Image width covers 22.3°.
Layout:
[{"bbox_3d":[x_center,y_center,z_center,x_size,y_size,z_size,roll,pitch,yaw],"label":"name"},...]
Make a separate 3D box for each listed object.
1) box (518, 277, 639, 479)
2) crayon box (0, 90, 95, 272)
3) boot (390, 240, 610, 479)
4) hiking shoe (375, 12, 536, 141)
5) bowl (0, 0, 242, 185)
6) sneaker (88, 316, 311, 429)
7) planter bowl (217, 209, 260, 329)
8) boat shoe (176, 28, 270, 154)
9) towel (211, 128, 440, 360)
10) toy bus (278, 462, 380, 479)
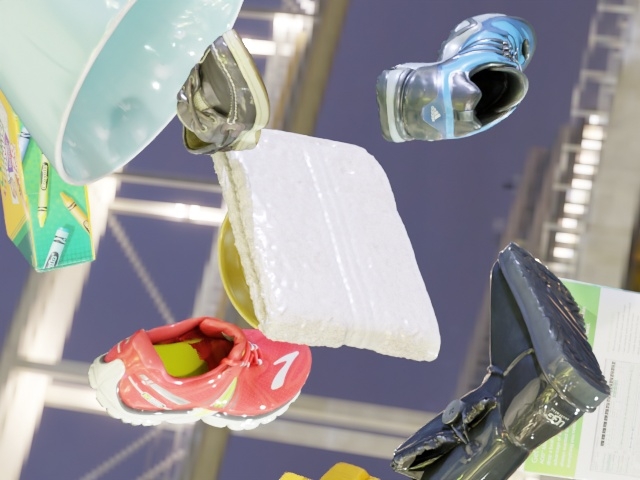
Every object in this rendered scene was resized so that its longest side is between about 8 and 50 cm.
[{"bbox_3d":[0.384,0.179,1.951,0.058,0.322,0.232,178,102,-68],"label":"box"},{"bbox_3d":[-0.354,-0.119,2.033,0.165,0.081,0.278,-144,46,-62],"label":"crayon box"},{"bbox_3d":[0.146,0.132,1.478,0.094,0.207,0.246,37,-160,-24],"label":"boot"},{"bbox_3d":[0.189,-0.178,1.863,0.304,0.132,0.113,-38,-52,-47],"label":"hiking shoe"},{"bbox_3d":[-0.229,-0.226,1.679,0.311,0.163,0.311,-52,-12,-16],"label":"bowl"},{"bbox_3d":[-0.100,0.128,1.665,0.279,0.118,0.107,-4,-121,-46],"label":"sneaker"},{"bbox_3d":[-0.013,0.016,2.035,0.090,0.217,0.217,-25,-59,-65],"label":"planter bowl"},{"bbox_3d":[-0.095,-0.123,1.489,0.223,0.073,0.080,109,136,-76],"label":"boat shoe"},{"bbox_3d":[0.000,0.000,1.602,0.049,0.187,0.282,-60,33,38],"label":"towel"},{"bbox_3d":[-0.047,0.431,2.183,0.332,0.108,0.130,-51,-55,-24],"label":"toy bus"}]
